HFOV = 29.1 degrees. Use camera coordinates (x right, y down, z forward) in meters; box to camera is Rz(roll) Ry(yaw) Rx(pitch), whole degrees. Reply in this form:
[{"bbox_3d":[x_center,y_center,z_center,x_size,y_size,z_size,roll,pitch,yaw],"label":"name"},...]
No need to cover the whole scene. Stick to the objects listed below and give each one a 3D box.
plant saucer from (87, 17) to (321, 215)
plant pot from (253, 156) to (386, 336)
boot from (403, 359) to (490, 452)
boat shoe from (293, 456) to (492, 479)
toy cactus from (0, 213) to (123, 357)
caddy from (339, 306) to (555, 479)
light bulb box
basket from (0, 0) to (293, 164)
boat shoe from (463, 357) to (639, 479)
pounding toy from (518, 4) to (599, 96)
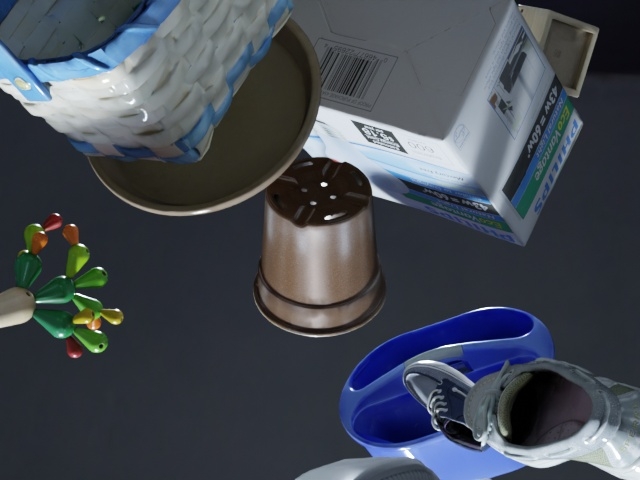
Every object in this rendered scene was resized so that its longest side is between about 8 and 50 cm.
[{"bbox_3d":[-0.129,-0.147,1.370,0.041,0.278,0.277,59,-148,-62],"label":"plant saucer"},{"bbox_3d":[0.000,0.000,1.485,0.167,0.167,0.165,-87,-2,-47],"label":"plant pot"},{"bbox_3d":[0.174,0.225,1.694,0.086,0.190,0.069,-19,-58,-46],"label":"boot"},{"bbox_3d":[0.001,0.146,0.448,0.335,0.119,0.121,38,-138,-72],"label":"boat shoe"},{"bbox_3d":[-0.379,0.075,1.685,0.219,0.181,0.112,62,152,12],"label":"toy cactus"},{"bbox_3d":[0.199,0.230,1.869,0.241,0.341,0.179,-92,-23,-54],"label":"caddy"},{"bbox_3d":[0.141,-0.199,1.791,0.225,0.358,0.361,-63,-34,-10],"label":"light bulb box"},{"bbox_3d":[-0.167,-0.207,0.901,0.254,0.201,0.289,-59,-40,-29],"label":"basket"},{"bbox_3d":[0.231,0.174,1.265,0.320,0.103,0.118,4,72,69],"label":"boat shoe"},{"bbox_3d":[0.348,-0.279,1.893,0.100,0.141,0.130,27,103,53],"label":"pounding toy"}]
